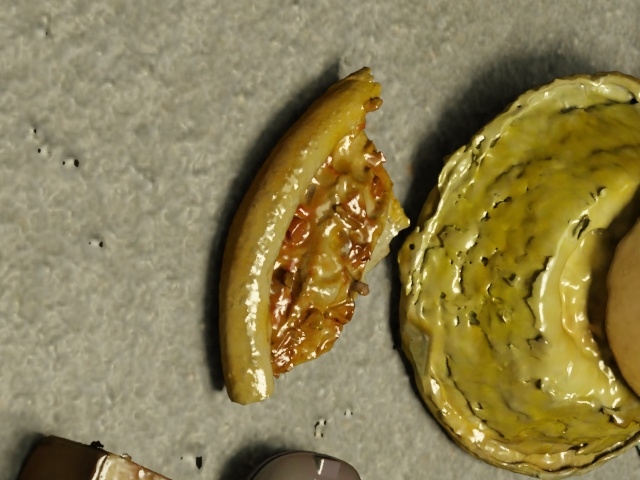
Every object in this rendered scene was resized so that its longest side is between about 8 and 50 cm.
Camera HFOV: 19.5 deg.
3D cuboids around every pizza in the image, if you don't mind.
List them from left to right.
[{"bbox_3d":[-0.006,0.000,1.395,0.134,0.056,0.271,39,70,-26],"label":"pizza"}]

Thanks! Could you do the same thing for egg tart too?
[{"bbox_3d":[0.227,0.034,1.508,0.345,0.132,0.345,-4,100,-26],"label":"egg tart"}]

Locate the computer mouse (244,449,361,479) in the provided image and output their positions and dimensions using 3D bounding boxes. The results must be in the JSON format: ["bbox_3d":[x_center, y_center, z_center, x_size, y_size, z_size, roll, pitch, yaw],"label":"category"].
[{"bbox_3d":[-0.033,0.271,1.393,0.120,0.057,0.232,15,87,-39],"label":"computer mouse"}]

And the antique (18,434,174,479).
[{"bbox_3d":[-0.188,0.289,1.248,0.093,0.087,0.310,29,75,-39],"label":"antique"}]

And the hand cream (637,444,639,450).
[{"bbox_3d":[0.371,0.280,1.719,0.058,0.085,0.331,-53,127,-48],"label":"hand cream"}]

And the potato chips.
[{"bbox_3d":[0.313,0.050,1.447,0.195,0.062,0.208,-10,105,-24],"label":"potato chips"}]
